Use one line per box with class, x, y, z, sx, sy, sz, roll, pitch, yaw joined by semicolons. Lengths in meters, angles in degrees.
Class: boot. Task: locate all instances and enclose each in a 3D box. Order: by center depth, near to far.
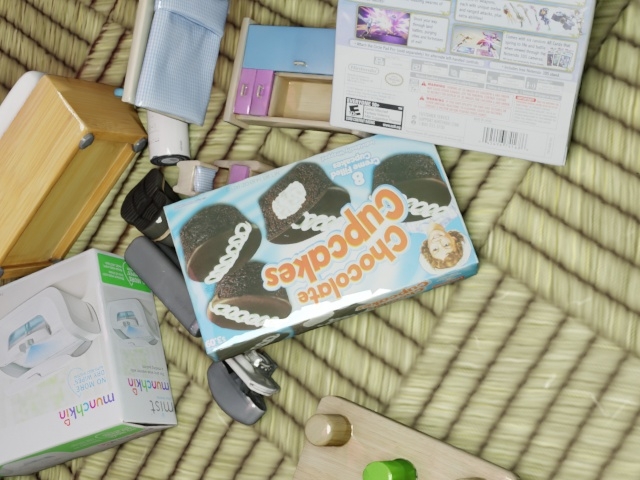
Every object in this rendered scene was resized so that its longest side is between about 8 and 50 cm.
boot;-0.179;-0.012;1.554;0.077;0.137;0.198;-48;24;8

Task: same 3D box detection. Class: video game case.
video game case;0.152;-0.221;1.300;0.269;0.061;0.244;11;122;11

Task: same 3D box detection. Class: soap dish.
soap dish;-0.367;-0.077;1.587;0.118;0.229;0.291;39;101;11

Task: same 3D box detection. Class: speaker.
speaker;-0.204;-0.170;1.599;0.055;0.055;0.136;-12;76;27

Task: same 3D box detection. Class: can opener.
can opener;-0.158;0.113;1.517;0.283;0.076;0.095;43;102;28

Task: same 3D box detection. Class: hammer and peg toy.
hammer and peg toy;0.109;0.351;1.300;0.361;0.127;0.266;21;92;30

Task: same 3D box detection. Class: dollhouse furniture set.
dollhouse furniture set;-0.088;-0.174;1.394;0.198;0.303;0.286;8;86;30

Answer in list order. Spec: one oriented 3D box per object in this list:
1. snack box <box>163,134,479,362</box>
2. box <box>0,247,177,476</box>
snack box;0.000;0.000;1.390;0.322;0.060;0.187;-19;72;0
box;-0.341;0.167;1.582;0.262;0.127;0.231;-20;71;24
